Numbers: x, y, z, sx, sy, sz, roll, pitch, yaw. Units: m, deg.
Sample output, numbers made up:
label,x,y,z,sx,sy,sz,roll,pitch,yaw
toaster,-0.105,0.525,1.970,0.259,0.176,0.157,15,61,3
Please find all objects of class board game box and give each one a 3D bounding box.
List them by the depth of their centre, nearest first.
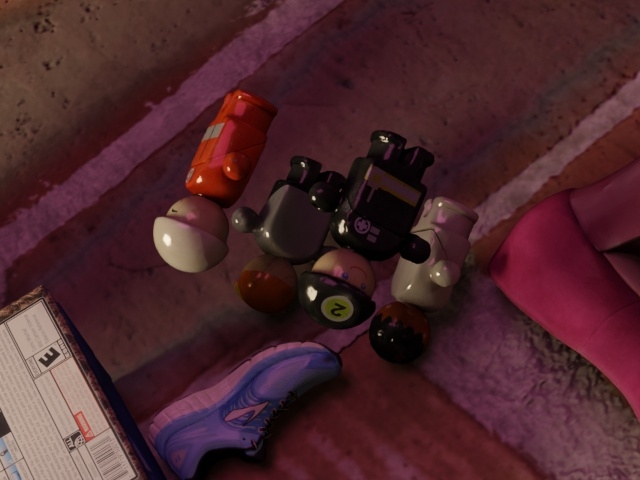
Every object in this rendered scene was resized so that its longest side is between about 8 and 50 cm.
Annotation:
label,x,y,z,sx,sy,sz,roll,pitch,yaw
board game box,-0.266,0.217,1.437,0.291,0.141,0.232,-31,47,-4

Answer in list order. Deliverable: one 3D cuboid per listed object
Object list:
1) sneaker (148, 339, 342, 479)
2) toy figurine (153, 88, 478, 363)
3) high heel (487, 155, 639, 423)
label,x,y,z,sx,sy,sz,roll,pitch,yaw
sneaker,-0.050,0.138,1.480,0.162,0.063,0.073,-32,65,1
toy figurine,0.000,0.000,1.463,0.213,0.209,0.148,18,77,26
high heel,0.229,0.120,1.365,0.181,0.127,0.377,-35,45,33
